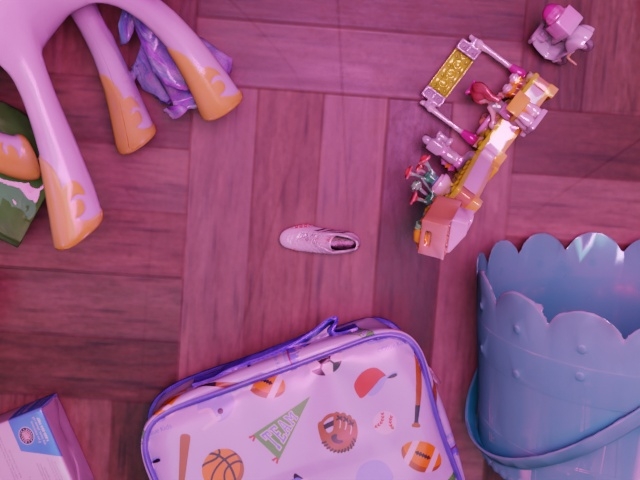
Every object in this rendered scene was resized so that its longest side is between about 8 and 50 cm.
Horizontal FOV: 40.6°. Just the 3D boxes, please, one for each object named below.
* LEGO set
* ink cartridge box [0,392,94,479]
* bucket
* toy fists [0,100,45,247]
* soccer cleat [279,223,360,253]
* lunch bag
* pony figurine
[{"bbox_3d":[0.136,-0.108,0.823,0.107,0.132,0.287,37,72,1],"label":"LEGO set"},{"bbox_3d":[-0.340,0.241,0.880,0.181,0.061,0.104,-21,96,0],"label":"ink cartridge box"},{"bbox_3d":[0.265,0.112,0.784,0.281,0.281,0.183,1,104,-2],"label":"bucket"},{"bbox_3d":[-0.368,-0.009,0.839,0.142,0.096,0.279,29,93,-17],"label":"toy fists"},{"bbox_3d":[0.000,0.000,0.878,0.083,0.035,0.029,6,96,-3],"label":"soccer cleat"},{"bbox_3d":[-0.012,0.208,0.853,0.303,0.115,0.243,-19,93,-4],"label":"lunch bag"},{"bbox_3d":[-0.223,-0.232,0.728,0.351,0.302,0.364,-45,123,-22],"label":"pony figurine"}]
